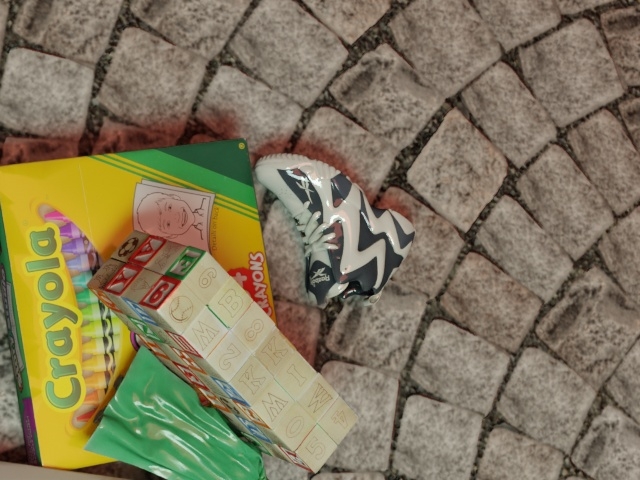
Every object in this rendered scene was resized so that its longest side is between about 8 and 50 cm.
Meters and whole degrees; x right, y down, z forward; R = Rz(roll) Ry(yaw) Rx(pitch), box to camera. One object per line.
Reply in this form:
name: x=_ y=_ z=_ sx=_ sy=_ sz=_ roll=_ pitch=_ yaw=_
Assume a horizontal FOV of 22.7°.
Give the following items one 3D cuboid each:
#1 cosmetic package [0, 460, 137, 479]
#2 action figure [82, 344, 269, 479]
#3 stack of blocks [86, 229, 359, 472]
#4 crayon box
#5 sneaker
cosmetic package: x=-0.361 y=0.378 z=1.759 sx=0.453 sy=0.161 sz=0.230 roll=11 pitch=106 yaw=-20
action figure: x=-0.148 y=0.241 z=1.851 sx=0.232 sy=0.063 sz=0.137 roll=34 pitch=75 yaw=-13
stack of blocks: x=-0.110 y=0.127 z=1.814 sx=0.087 sy=0.171 sz=0.297 roll=-51 pitch=121 yaw=-17
crayon box: x=-0.220 y=0.076 z=1.927 sx=0.313 sy=0.106 sz=0.363 roll=-9 pitch=87 yaw=-23
sneaker: x=0.000 y=0.000 z=2.033 sx=0.235 sy=0.094 sz=0.153 roll=34 pitch=63 yaw=-25
